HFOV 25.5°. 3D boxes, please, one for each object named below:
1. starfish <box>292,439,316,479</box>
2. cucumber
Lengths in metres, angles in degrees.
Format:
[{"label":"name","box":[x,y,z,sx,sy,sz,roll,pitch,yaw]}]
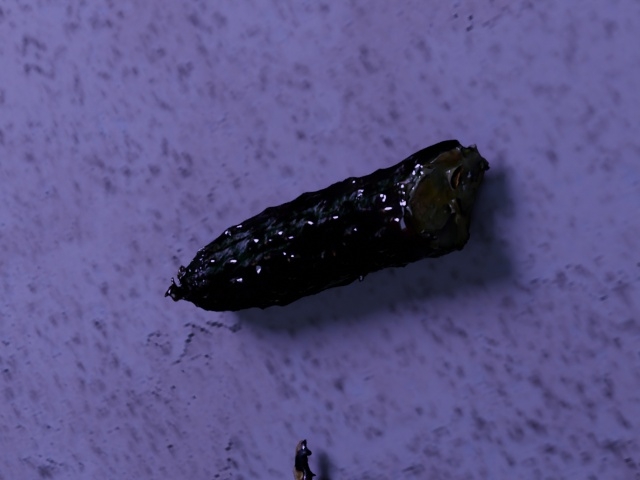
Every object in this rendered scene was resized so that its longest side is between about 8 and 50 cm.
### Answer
[{"label":"starfish","box":[-0.018,0.167,0.743,0.130,0.041,0.133,-67,27,9]},{"label":"cucumber","box":[0.000,0.000,0.673,0.181,0.053,0.053,-19,97,36]}]
